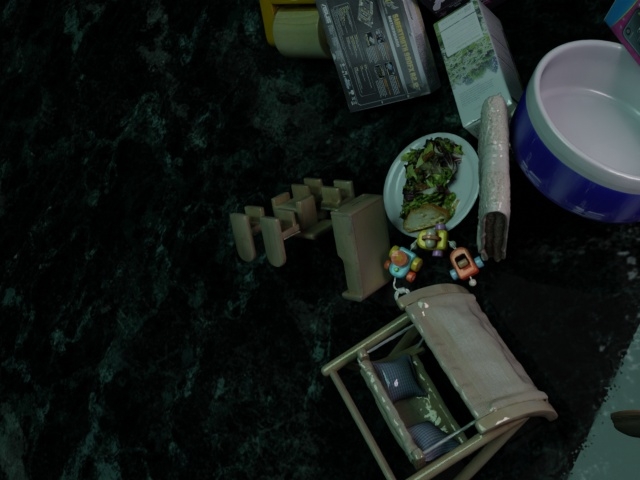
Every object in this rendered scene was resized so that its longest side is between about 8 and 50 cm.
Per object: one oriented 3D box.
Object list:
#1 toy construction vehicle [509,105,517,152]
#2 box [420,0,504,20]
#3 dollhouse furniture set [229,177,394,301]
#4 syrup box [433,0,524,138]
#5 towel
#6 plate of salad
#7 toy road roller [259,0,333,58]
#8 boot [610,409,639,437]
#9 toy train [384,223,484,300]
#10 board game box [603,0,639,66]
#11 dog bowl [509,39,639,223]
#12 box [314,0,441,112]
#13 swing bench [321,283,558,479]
[{"bbox_3d":[0.345,-0.175,1.342,0.086,0.098,0.035,-47,28,38],"label":"toy construction vehicle"},{"bbox_3d":[0.251,-0.544,1.510,0.163,0.142,0.247,-27,58,30],"label":"box"},{"bbox_3d":[0.000,0.000,1.487,0.242,0.212,0.161,8,117,40],"label":"dollhouse furniture set"},{"bbox_3d":[0.284,-0.293,1.425,0.093,0.096,0.237,-28,60,30],"label":"syrup box"},{"bbox_3d":[0.264,-0.083,1.258,0.049,0.282,0.187,-1,72,10],"label":"towel"},{"bbox_3d":[0.192,-0.103,1.461,0.199,0.048,0.200,-14,66,35],"label":"plate of salad"},{"bbox_3d":[0.012,-0.557,1.698,0.202,0.240,0.330,13,120,40],"label":"toy road roller"},{"bbox_3d":[0.487,0.287,1.072,0.219,0.082,0.106,3,74,37],"label":"boot"},{"bbox_3d":[0.186,0.039,1.392,0.166,0.046,0.125,-25,68,16],"label":"toy train"},{"bbox_3d":[0.534,-0.275,1.075,0.224,0.097,0.303,105,146,-56],"label":"board game box"},{"bbox_3d":[0.412,-0.158,1.170,0.104,0.264,0.265,108,150,-55],"label":"dog bowl"},{"bbox_3d":[0.107,-0.372,1.532,0.183,0.056,0.231,-8,109,36],"label":"box"},{"bbox_3d":[0.181,0.232,1.276,0.254,0.165,0.253,-45,52,17],"label":"swing bench"}]
